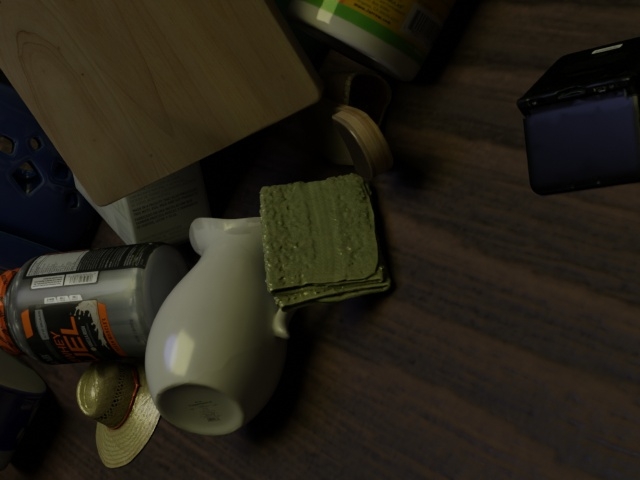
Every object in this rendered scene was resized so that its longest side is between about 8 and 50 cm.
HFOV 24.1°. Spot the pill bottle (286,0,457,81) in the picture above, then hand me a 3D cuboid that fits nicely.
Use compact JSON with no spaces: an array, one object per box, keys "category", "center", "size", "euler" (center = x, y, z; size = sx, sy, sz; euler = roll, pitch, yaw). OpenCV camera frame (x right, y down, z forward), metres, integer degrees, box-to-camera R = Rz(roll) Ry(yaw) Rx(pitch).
[{"category":"pill bottle","center":[0.082,-0.283,1.380],"size":[0.246,0.136,0.136],"euler":[-62,32,1]}]

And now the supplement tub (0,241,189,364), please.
[{"category":"supplement tub","center":[-0.235,0.067,1.535],"size":[0.190,0.117,0.117],"euler":[-7,58,24]}]

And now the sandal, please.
[{"category":"sandal","center":[0.037,-0.119,1.399],"size":[0.079,0.088,0.240],"euler":[-28,23,-9]}]

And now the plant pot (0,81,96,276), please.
[{"category":"plant pot","center":[-0.409,-0.048,1.826],"size":[0.236,0.236,0.212],"euler":[-15,60,48]}]

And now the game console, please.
[{"category":"game console","center":[0.219,-0.099,1.169],"size":[0.122,0.071,0.107],"euler":[-7,32,52]}]

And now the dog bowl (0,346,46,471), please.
[{"category":"dog bowl","center":[-0.448,0.152,1.697],"size":[0.104,0.265,0.265],"euler":[-60,32,0]}]

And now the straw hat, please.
[{"category":"straw hat","center":[-0.218,0.158,1.557],"size":[0.144,0.061,0.144],"euler":[-35,42,38]}]

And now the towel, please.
[{"category":"towel","center":[0.000,0.000,1.339],"size":[0.027,0.110,0.148],"euler":[86,175,-47]}]

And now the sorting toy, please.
[{"category":"sorting toy","center":[-0.162,-0.200,1.381],"size":[0.255,0.257,0.089],"euler":[-24,21,22]}]

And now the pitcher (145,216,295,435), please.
[{"category":"pitcher","center":[-0.066,0.066,1.368],"size":[0.177,0.125,0.207],"euler":[-16,42,31]}]

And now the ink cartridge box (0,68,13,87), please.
[{"category":"ink cartridge box","center":[-0.351,-0.301,1.834],"size":[0.272,0.309,0.130],"euler":[-34,72,36]}]

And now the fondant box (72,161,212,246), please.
[{"category":"fondant box","center":[-0.225,-0.179,1.598],"size":[0.238,0.096,0.330],"euler":[39,143,58]}]

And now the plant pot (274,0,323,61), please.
[{"category":"plant pot","center":[-0.049,-0.306,1.566],"size":[0.234,0.165,0.165],"euler":[-52,33,1]}]
